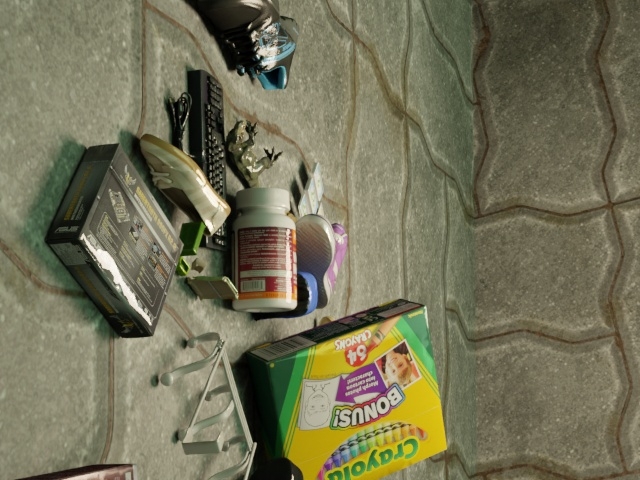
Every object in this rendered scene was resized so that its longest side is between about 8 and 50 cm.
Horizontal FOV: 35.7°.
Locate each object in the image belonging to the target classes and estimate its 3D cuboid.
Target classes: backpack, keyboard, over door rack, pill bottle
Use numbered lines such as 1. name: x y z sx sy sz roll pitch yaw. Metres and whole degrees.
1. backpack: -0.064 0.101 1.935 0.101 0.120 0.098 -12 96 -69
2. keyboard: -0.206 -0.144 1.742 0.201 0.033 0.317 12 73 -68
3. over door rack: -0.175 0.324 1.568 0.324 0.108 0.239 -100 176 -65
4. pill bottle: -0.105 0.019 1.843 0.121 0.121 0.221 22 66 -67

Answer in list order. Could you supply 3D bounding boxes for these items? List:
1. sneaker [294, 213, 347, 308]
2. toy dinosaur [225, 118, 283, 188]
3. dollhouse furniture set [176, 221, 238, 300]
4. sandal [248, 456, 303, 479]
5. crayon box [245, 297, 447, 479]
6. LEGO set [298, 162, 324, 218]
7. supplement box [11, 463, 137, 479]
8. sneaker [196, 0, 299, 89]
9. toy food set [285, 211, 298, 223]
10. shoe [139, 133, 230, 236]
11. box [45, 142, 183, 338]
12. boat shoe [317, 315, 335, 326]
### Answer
1. sneaker: -0.001 0.000 2.028 0.282 0.102 0.161 94 18 -56
2. toy dinosaur: -0.127 -0.155 1.920 0.268 0.064 0.118 67 32 -47
3. dollhouse furniture set: -0.194 0.038 1.666 0.151 0.076 0.058 61 32 -47
4. sandal: -0.136 0.542 1.651 0.107 0.167 0.446 43 32 -25
5. crayon box: 0.059 0.317 1.948 0.363 0.106 0.313 -17 104 -26
6. LEGO set: 0.008 -0.026 2.223 0.182 0.060 0.244 -72 157 -52
7. supplement box: -0.321 0.359 1.258 0.239 0.073 0.130 19 67 -69
8. sneaker: -0.127 -0.387 1.877 0.341 0.125 0.139 20 72 -65
9. toy food set: -0.072 0.000 2.070 0.192 0.038 0.132 9 82 -78
10. shoe: -0.222 -0.087 1.603 0.219 0.076 0.058 50 62 -40
11. box: -0.291 0.003 1.444 0.231 0.056 0.183 64 29 -45
12. boat shoe: 0.006 0.236 2.190 0.048 0.056 0.153 56 42 -61
